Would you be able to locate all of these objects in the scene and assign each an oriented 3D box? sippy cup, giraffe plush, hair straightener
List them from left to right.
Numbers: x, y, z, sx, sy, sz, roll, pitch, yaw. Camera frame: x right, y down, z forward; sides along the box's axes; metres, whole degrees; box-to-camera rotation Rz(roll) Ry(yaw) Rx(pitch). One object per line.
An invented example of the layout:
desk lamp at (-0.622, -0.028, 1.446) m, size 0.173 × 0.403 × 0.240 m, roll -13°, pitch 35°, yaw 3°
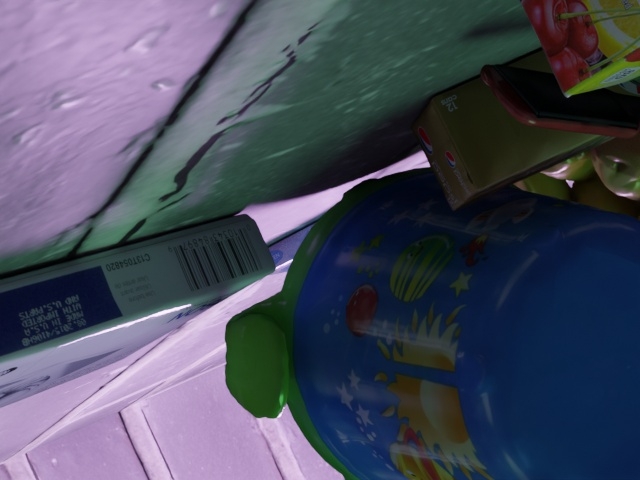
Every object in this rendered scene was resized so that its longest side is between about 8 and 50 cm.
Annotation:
sippy cup at (0.115, 0.066, 0.715) m, size 0.305 × 0.240 × 0.224 m, roll -38°, pitch -167°, yaw -16°
giraffe plush at (0.244, -0.054, 0.876) m, size 0.181 × 0.210 × 0.170 m, roll 11°, pitch -130°, yaw 44°
hair straightener at (0.180, -0.085, 0.570) m, size 0.230 × 0.047 × 0.089 m, roll 7°, pitch 130°, yaw -41°

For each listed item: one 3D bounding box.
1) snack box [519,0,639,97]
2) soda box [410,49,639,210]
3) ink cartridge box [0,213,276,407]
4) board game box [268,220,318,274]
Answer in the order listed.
snack box at (0.180, -0.128, 0.346) m, size 0.207 × 0.070 × 0.174 m, roll -29°, pitch 172°, yaw 42°
soda box at (0.147, -0.082, 0.658) m, size 0.181 × 0.058 × 0.061 m, roll -25°, pitch 174°, yaw -10°
ink cartridge box at (-0.172, 0.066, 0.680) m, size 0.224 × 0.045 × 0.223 m, roll -30°, pitch 173°, yaw 38°
board game box at (0.000, 0.000, 0.938) m, size 0.090 × 0.020 × 0.090 m, roll -28°, pitch 172°, yaw 20°
